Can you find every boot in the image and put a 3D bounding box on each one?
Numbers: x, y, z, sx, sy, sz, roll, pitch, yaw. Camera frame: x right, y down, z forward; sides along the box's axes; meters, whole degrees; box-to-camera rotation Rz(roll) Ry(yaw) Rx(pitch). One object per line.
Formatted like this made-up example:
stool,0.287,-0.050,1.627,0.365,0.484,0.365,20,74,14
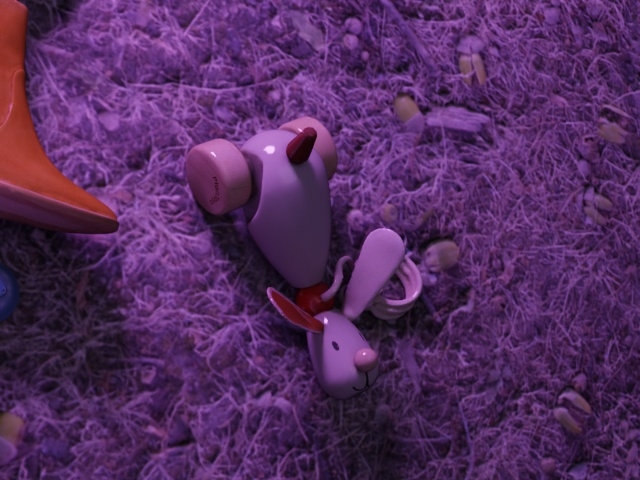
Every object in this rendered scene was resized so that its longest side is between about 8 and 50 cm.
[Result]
boot,-0.318,-0.139,1.080,0.295,0.104,0.211,20,70,-18

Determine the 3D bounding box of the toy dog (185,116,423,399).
toy dog,0.000,0.000,1.184,0.333,0.161,0.220,48,62,-10

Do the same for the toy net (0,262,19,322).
toy net,-0.408,0.046,1.026,0.232,0.045,0.122,22,71,-21
